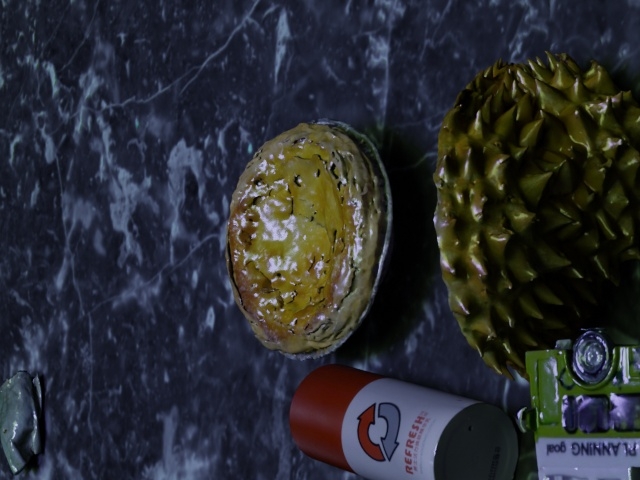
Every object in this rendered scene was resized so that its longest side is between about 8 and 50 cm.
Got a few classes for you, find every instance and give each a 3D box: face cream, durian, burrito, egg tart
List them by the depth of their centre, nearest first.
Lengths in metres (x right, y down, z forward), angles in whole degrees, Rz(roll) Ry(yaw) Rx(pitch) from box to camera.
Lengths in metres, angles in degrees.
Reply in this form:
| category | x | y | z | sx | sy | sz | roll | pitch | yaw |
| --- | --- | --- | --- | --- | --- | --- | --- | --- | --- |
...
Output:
| category | x | y | z | sx | sy | sz | roll | pitch | yaw |
| --- | --- | --- | --- | --- | --- | --- | --- | --- | --- |
| durian | 0.158 | -0.020 | 1.507 | 0.185 | 0.196 | 0.305 | -4 | 78 | 45 |
| face cream | 0.070 | 0.173 | 1.656 | 0.214 | 0.096 | 0.096 | 11 | 92 | 53 |
| egg tart | 0.000 | 0.000 | 1.783 | 0.234 | 0.094 | 0.234 | -11 | 75 | 48 |
| burrito | -0.365 | 0.223 | 2.256 | 0.074 | 0.044 | 0.118 | -32 | 55 | 40 |

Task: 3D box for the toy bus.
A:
| category | x | y | z | sx | sy | sz | roll | pitch | yaw |
| --- | --- | --- | --- | --- | --- | --- | --- | --- | --- |
| toy bus | 0.288 | 0.131 | 1.375 | 0.302 | 0.113 | 0.139 | -8 | 81 | 50 |
